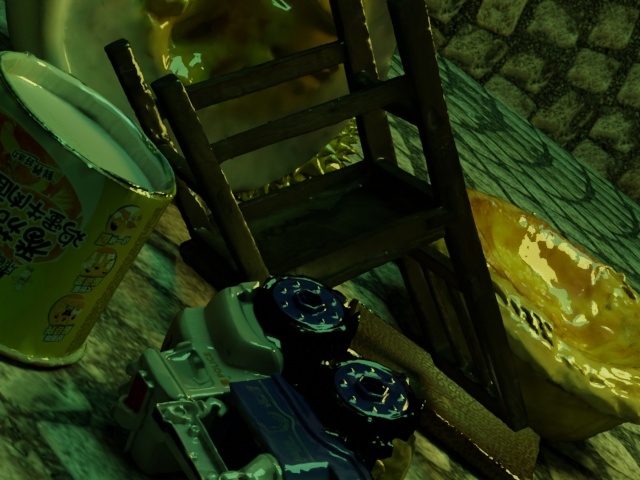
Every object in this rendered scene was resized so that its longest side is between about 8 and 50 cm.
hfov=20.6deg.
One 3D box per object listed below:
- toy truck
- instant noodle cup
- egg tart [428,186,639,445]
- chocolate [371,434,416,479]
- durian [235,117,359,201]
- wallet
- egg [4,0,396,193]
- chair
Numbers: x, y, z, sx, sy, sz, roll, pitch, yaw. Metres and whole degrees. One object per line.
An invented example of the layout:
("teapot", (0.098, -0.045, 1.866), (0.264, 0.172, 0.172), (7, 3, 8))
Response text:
("toy truck", (-0.051, 0.133, 1.220), (0.177, 0.161, 0.213), (-2, 39, -35))
("instant noodle cup", (-0.204, -0.027, 1.248), (0.205, 0.153, 0.205), (39, 14, -12))
("egg tart", (0.245, 0.102, 1.990), (0.388, 0.169, 0.388), (34, 18, -12))
("chocolate", (-0.018, 0.126, 1.393), (0.085, 0.086, 0.219), (26, 8, -45))
("durian", (-0.051, -0.140, 1.962), (0.200, 0.177, 0.237), (19, 28, -4))
("wallet", (0.116, 0.160, 1.740), (0.243, 0.039, 0.133), (38, 21, -9))
("egg", (-0.139, -0.247, 1.706), (0.354, 0.354, 0.340), (33, 5, -26))
("chair", (0.000, 0.000, 1.550), (0.203, 0.240, 0.416), (35, -36, 63))
